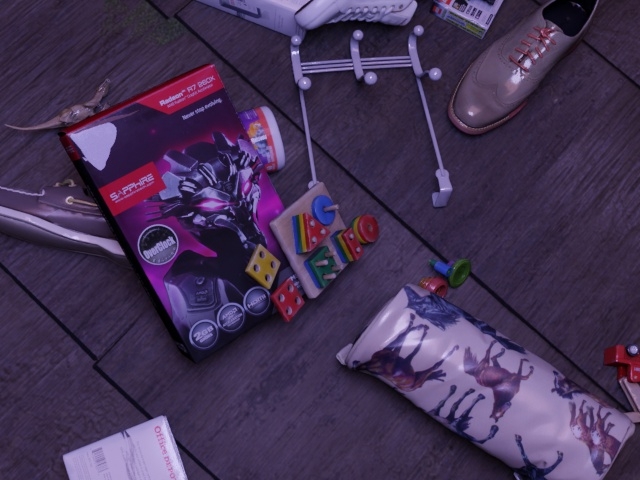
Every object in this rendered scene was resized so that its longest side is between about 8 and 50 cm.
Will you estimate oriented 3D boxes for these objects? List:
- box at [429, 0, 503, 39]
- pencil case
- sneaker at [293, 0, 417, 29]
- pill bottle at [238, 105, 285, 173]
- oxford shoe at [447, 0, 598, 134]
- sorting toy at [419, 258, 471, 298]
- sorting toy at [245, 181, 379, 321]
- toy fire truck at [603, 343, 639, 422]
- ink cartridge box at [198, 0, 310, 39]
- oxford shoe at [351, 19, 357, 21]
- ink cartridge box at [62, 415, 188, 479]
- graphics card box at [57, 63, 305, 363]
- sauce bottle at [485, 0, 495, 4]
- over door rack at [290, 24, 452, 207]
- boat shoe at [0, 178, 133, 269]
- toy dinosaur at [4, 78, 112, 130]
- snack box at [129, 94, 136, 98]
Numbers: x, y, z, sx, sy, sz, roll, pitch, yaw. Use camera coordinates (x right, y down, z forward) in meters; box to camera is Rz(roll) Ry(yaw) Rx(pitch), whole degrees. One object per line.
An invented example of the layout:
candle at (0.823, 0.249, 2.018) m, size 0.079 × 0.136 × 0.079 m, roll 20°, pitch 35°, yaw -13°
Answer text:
box at (0.298, -0.485, 1.365) m, size 0.114 × 0.036 × 0.207 m, roll 29°, pitch 73°, yaw 3°
pencil case at (0.232, 0.223, 1.078) m, size 0.410 × 0.160 × 0.184 m, roll 33°, pitch 111°, yaw 6°
sneaker at (0.091, -0.403, 1.231) m, size 0.290 × 0.106 × 0.123 m, roll -36°, pitch 104°, yaw -23°
pill bottle at (-0.162, -0.141, 1.179) m, size 0.193 × 0.108 × 0.108 m, roll -17°, pitch 76°, yaw -10°
oxford shoe at (0.351, -0.325, 1.273) m, size 0.123 × 0.130 × 0.348 m, roll 41°, pitch 74°, yaw 7°
sorting toy at (0.195, 0.057, 1.190) m, size 0.102 × 0.061 × 0.042 m, roll -37°, pitch 46°, yaw -22°
sorting toy at (0.000, 0.000, 1.091) m, size 0.274 × 0.046 × 0.132 m, roll -43°, pitch 113°, yaw -43°
toy fire truck at (0.500, 0.236, 1.164) m, size 0.192 × 0.047 × 0.135 m, roll 9°, pitch 73°, yaw -4°
ink cartridge box at (-0.101, -0.471, 1.292) m, size 0.217 × 0.092 × 0.159 m, roll 22°, pitch 72°, yaw -1°
oxford shoe at (0.078, -0.497, 1.335) m, size 0.076 × 0.076 × 0.212 m, roll -4°, pitch 82°, yaw -21°
ink cartridge box at (-0.273, 0.329, 1.050) m, size 0.150 × 0.063 × 0.109 m, roll -20°, pitch 76°, yaw -12°
graphics card box at (-0.181, -0.039, 1.065) m, size 0.232 × 0.094 × 0.371 m, roll -31°, pitch 107°, yaw -22°
sauce bottle at (0.257, -0.459, 1.312) m, size 0.128 × 0.042 × 0.042 m, roll 25°, pitch 73°, yaw 1°
over door rack at (0.084, -0.209, 1.225) m, size 0.239 × 0.108 × 0.324 m, roll -6°, pitch 74°, yaw -6°
boat shoe at (-0.369, -0.035, 1.125) m, size 0.324 × 0.116 × 0.097 m, roll 16°, pitch 72°, yaw -5°
toy dinosaur at (-0.406, -0.199, 1.194) m, size 0.183 × 0.053 × 0.092 m, roll -34°, pitch 39°, yaw -23°
snack box at (-0.315, -0.166, 1.185) m, size 0.100 × 0.037 × 0.141 m, roll 28°, pitch 70°, yaw 37°
